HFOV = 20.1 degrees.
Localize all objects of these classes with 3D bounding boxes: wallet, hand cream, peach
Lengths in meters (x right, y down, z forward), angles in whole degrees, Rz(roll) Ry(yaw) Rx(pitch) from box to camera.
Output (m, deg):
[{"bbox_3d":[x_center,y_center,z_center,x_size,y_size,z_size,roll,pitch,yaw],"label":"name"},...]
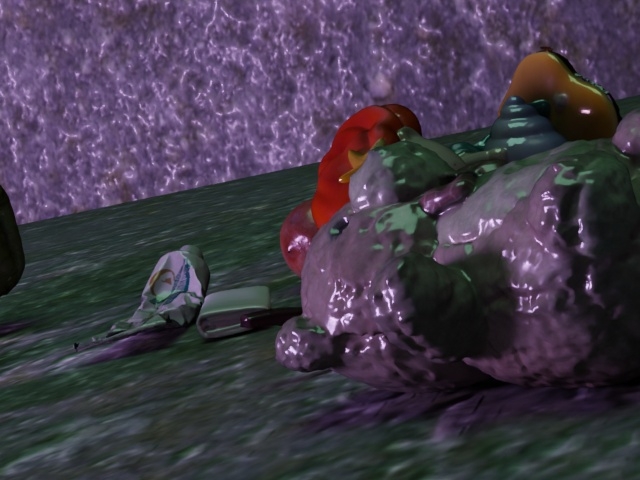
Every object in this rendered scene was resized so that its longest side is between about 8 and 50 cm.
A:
[{"bbox_3d":[-0.071,0.058,1.512,0.061,0.025,0.122,-15,6,1],"label":"wallet"},{"bbox_3d":[-0.144,0.055,1.598,0.084,0.050,0.257,-14,12,11],"label":"hand cream"},{"bbox_3d":[0.002,-0.001,1.644,0.083,0.083,0.083,-13,6,1],"label":"peach"}]

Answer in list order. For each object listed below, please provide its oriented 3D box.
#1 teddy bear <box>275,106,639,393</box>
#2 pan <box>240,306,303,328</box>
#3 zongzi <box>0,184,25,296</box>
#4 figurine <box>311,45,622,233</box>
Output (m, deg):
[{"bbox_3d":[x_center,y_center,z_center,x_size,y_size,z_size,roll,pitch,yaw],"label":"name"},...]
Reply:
[{"bbox_3d":[0.106,0.010,1.034,0.267,0.151,0.236,0,20,44],"label":"teddy bear"},{"bbox_3d":[0.049,0.054,1.227,0.212,0.040,0.115,-7,5,-18],"label":"pan"},{"bbox_3d":[-0.514,0.046,1.787,0.356,0.174,0.393,-12,3,29],"label":"zongzi"},{"bbox_3d":[0.095,-0.035,1.440,0.257,0.181,0.208,-19,48,-30],"label":"figurine"}]
